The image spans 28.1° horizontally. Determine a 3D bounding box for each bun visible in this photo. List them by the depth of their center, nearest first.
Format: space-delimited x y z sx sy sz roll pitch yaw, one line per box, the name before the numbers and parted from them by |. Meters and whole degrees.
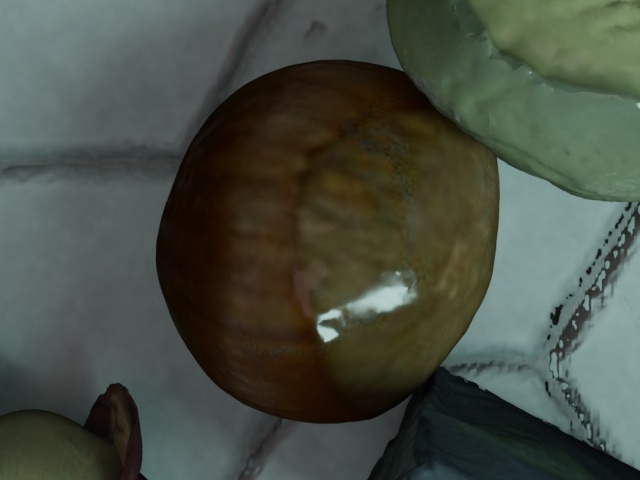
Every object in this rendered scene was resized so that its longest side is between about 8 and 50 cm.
bun | 0.172 -0.136 0.686 0.287 0.146 0.287 2 62 -3

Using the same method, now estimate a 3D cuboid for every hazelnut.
hazelnut | 0.000 0.000 0.728 0.214 0.176 0.214 -14 57 23

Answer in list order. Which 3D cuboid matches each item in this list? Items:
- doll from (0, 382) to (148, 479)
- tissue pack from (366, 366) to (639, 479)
doll | -0.202 0.160 0.769 0.256 0.152 0.196 27 109 0
tissue pack | 0.203 0.216 0.656 0.394 0.288 0.124 27 96 4
